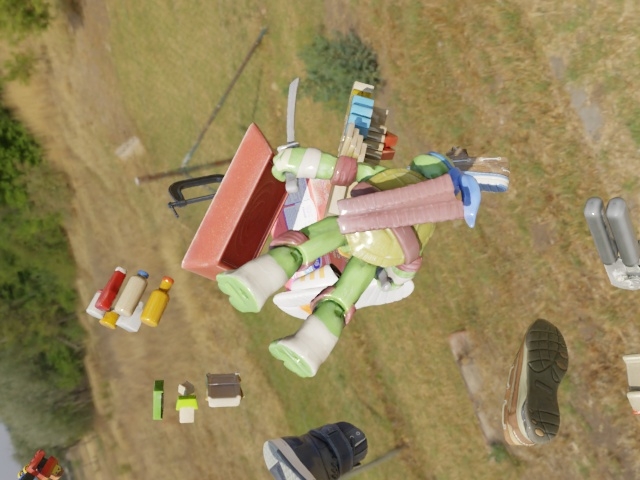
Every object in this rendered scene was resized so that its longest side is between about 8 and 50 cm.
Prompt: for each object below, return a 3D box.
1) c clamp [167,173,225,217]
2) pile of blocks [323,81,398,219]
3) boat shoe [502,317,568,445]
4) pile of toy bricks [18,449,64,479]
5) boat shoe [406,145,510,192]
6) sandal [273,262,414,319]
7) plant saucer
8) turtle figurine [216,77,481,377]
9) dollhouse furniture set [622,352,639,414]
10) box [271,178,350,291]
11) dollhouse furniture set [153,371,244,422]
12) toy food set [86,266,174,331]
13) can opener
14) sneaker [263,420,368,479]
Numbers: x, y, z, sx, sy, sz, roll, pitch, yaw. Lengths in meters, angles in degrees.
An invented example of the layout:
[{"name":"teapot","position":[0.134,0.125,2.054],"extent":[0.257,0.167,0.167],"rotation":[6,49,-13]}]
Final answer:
[{"name":"c clamp","position":[-0.244,-0.094,1.379],"extent":[0.137,0.160,0.022],"rotation":[43,143,46]},{"name":"pile of blocks","position":[0.096,-0.179,1.305],"extent":[0.149,0.112,0.362],"rotation":[111,172,-59]},{"name":"boat shoe","position":[0.474,0.321,1.528],"extent":[0.122,0.324,0.120],"rotation":[35,139,-8]},{"name":"pile of toy bricks","position":[-0.428,0.424,0.982],"extent":[0.105,0.212,0.118],"rotation":[37,126,-15]},{"name":"boat shoe","position":[0.245,-0.128,1.187],"extent":[0.066,0.183,0.066],"rotation":[42,-119,-67]},{"name":"sandal","position":[0.043,0.082,1.218],"extent":[0.102,0.265,0.076],"rotation":[51,-147,-49]},{"name":"plant saucer","position":[-0.125,-0.044,1.167],"extent":[0.047,0.259,0.258],"rotation":[24,174,11]},{"name":"turtle figurine","position":[0.011,-0.001,0.729],"extent":[0.274,0.266,0.198],"rotation":[27,150,34]},{"name":"dollhouse furniture set","position":[0.669,0.239,1.149],"extent":[0.259,0.135,0.262],"rotation":[-12,57,31]},{"name":"box","position":[0.000,0.000,1.467],"extent":[0.154,0.142,0.300],"rotation":[-13,93,41]},{"name":"dollhouse furniture set","position":[-0.208,0.272,1.144],"extent":[0.076,0.151,0.059],"rotation":[-114,27,-62]},{"name":"toy food set","position":[-0.414,0.123,1.436],"extent":[0.111,0.105,0.232],"rotation":[36,151,-27]},{"name":"can opener","position":[0.560,-0.001,1.245],"extent":[0.076,0.095,0.283],"rotation":[4,147,39]},{"name":"sneaker","position":[0.029,0.380,1.074],"extent":[0.226,0.163,0.086],"rotation":[42,130,48]}]
